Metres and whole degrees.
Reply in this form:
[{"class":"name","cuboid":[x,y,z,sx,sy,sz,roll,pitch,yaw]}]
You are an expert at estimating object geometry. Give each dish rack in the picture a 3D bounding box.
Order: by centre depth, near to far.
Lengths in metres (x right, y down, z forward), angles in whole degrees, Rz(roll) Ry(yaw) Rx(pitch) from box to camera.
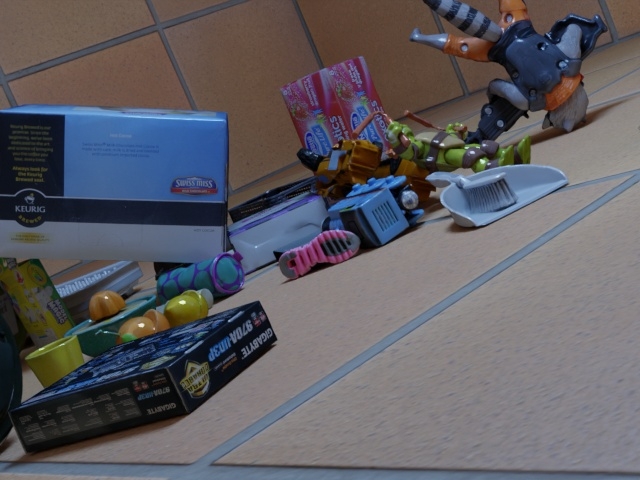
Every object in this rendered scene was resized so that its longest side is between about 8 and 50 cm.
[{"class":"dish rack","cuboid":[-0.513,0.133,2.137,0.333,0.072,0.285,-20,7,22]}]

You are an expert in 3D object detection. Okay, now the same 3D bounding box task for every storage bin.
[{"class":"storage bin","cuboid":[-0.076,-0.052,2.080,0.122,0.084,0.180,-27,9,-33]}]

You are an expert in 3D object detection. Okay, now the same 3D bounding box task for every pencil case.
[{"class":"pencil case","cuboid":[-0.180,0.060,1.645,0.152,0.064,0.070,-15,31,45]}]

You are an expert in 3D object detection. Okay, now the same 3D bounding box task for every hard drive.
[{"class":"hard drive","cuboid":[0.000,0.000,1.694,0.135,0.022,0.094,-25,7,-13]}]

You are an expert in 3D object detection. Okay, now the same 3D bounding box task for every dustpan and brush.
[{"class":"dustpan and brush","cuboid":[0.196,-0.066,1.408,0.147,0.060,0.211,-26,8,-21]}]

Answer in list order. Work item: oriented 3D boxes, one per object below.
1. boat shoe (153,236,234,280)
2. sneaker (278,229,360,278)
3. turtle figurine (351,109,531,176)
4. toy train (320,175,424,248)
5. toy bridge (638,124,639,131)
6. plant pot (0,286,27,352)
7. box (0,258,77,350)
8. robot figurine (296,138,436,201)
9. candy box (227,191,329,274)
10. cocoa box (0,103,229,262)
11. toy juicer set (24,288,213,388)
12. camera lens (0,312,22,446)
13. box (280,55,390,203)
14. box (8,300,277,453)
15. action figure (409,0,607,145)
[{"class":"boat shoe","cuboid":[-0.231,0.012,2.036,0.117,0.096,0.324,-22,7,16]},{"class":"sneaker","cuboid":[0.003,0.016,1.508,0.119,0.047,0.057,-19,-4,20]},{"class":"turtle figurine","cuboid":[0.174,-0.126,1.567,0.217,0.087,0.269,15,12,29]},{"class":"toy train","cuboid":[0.065,-0.036,1.547,0.105,0.080,0.184,-33,11,-25]},{"class":"toy bridge","cuboid":[0.437,-0.148,1.398,0.063,0.026,0.188,-21,7,26]},{"class":"plant pot","cuboid":[-0.655,0.149,1.847,0.294,0.274,0.275,-8,12,18]},{"class":"box","cuboid":[-0.459,0.097,1.778,0.043,0.179,0.105,-37,14,-36]},{"class":"robot figurine","cuboid":[0.074,-0.104,1.768,0.211,0.085,0.291,14,-5,-13]},{"class":"candy box","cuboid":[-0.070,-0.017,1.842,0.165,0.070,0.196,-24,7,-4]},{"class":"cocoa box","cuboid":[-0.320,-0.096,1.751,0.347,0.227,0.231,2,9,-5]},{"class":"toy juicer set","cuboid":[-0.247,0.096,1.484,0.209,0.089,0.329,-22,7,12]},{"class":"camera lens","cuboid":[-0.481,0.163,1.194,0.274,0.219,0.219,-20,8,25]},{"class":"box","cuboid":[0.047,-0.198,2.071,0.128,0.256,0.123,-16,8,43]},{"class":"box","cuboid":[-0.177,0.136,1.115,0.220,0.051,0.175,-19,8,30]},{"class":"action figure","cuboid":[0.299,-0.282,1.856,0.341,0.330,0.178,-54,-9,17]}]
